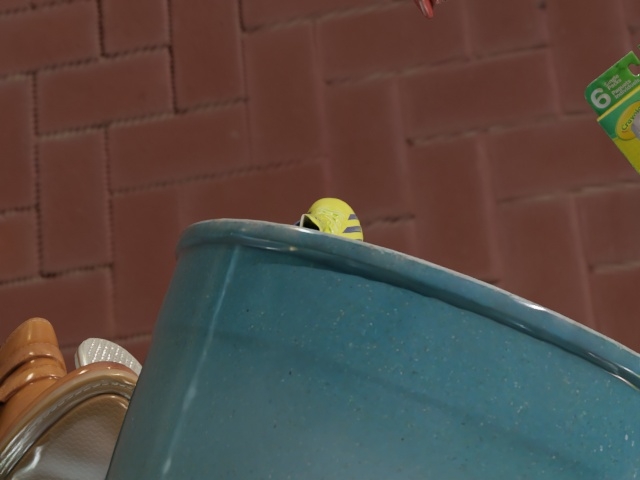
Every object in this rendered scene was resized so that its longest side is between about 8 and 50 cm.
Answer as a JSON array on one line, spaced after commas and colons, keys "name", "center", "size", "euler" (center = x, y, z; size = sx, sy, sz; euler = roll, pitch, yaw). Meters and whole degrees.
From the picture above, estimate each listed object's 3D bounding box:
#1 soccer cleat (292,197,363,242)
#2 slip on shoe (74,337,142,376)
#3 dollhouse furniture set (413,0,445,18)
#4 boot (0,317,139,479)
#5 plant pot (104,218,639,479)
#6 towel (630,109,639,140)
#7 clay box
[{"name": "soccer cleat", "center": [0.001, 0.000, 1.898], "size": [0.093, 0.121, 0.289], "euler": [-3, 29, 12]}, {"name": "slip on shoe", "center": [-0.266, 0.274, 1.827], "size": [0.101, 0.123, 0.331], "euler": [-41, 57, 28]}, {"name": "dollhouse furniture set", "center": [0.086, -0.416, 1.788], "size": [0.374, 0.152, 0.201], "euler": [29, 104, -23]}, {"name": "boot", "center": [-0.197, 0.134, 1.012], "size": [0.109, 0.283, 0.220], "euler": [14, 36, -16]}, {"name": "plant pot", "center": [0.015, 0.164, 0.611], "size": [0.271, 0.271, 0.255], "euler": [17, 75, 16]}, {"name": "towel", "center": [0.478, -0.065, 1.146], "size": [0.332, 0.053, 0.317], "euler": [-32, 69, -9]}, {"name": "clay box", "center": [0.365, -0.093, 1.318], "size": [0.127, 0.053, 0.222], "euler": [-39, 90, 17]}]
